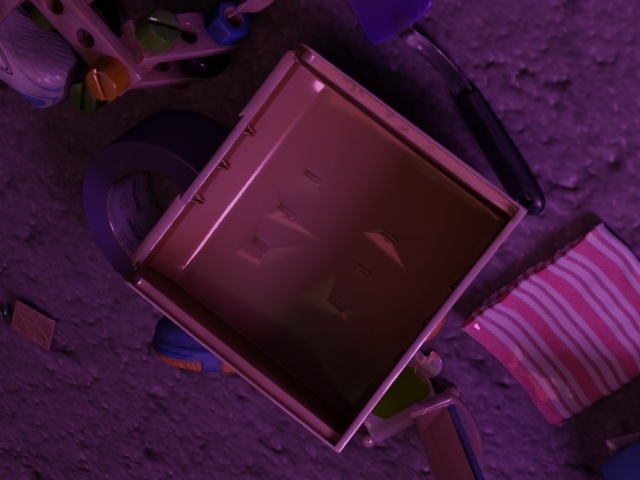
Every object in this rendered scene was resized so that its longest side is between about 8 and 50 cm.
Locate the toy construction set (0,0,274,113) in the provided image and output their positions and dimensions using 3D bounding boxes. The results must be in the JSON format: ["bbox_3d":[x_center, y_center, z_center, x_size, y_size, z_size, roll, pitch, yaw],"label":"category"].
[{"bbox_3d":[-0.183,-0.213,1.249,0.308,0.237,0.258,-1,118,33],"label":"toy construction set"}]

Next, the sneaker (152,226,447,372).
[{"bbox_3d":[-0.028,0.047,1.384,0.296,0.112,0.131,-10,106,7],"label":"sneaker"}]

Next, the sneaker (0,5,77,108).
[{"bbox_3d":[-0.349,-0.231,1.450,0.237,0.085,0.086,48,140,1],"label":"sneaker"}]

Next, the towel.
[{"bbox_3d":[0.240,0.084,1.315,0.144,0.029,0.197,47,132,-3],"label":"towel"}]

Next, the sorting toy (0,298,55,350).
[{"bbox_3d":[-0.362,0.096,1.716,0.083,0.012,0.062,29,135,9],"label":"sorting toy"}]

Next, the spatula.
[{"bbox_3d":[0.113,-0.145,1.244,0.084,0.030,0.296,-30,100,39],"label":"spatula"}]

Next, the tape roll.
[{"bbox_3d":[-0.148,-0.034,1.451,0.189,0.080,0.189,17,128,23],"label":"tape roll"}]

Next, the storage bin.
[{"bbox_3d":[0.000,0.000,1.261,0.260,0.123,0.262,38,93,6],"label":"storage bin"}]

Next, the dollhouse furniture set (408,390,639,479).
[{"bbox_3d":[0.278,0.246,1.360,0.303,0.198,0.286,-20,137,2],"label":"dollhouse furniture set"}]

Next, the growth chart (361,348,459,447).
[{"bbox_3d":[0.022,0.115,1.481,0.237,0.021,0.172,43,131,0],"label":"growth chart"}]
